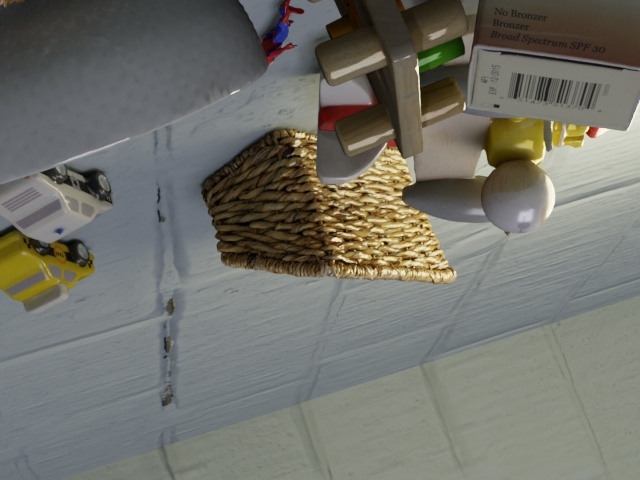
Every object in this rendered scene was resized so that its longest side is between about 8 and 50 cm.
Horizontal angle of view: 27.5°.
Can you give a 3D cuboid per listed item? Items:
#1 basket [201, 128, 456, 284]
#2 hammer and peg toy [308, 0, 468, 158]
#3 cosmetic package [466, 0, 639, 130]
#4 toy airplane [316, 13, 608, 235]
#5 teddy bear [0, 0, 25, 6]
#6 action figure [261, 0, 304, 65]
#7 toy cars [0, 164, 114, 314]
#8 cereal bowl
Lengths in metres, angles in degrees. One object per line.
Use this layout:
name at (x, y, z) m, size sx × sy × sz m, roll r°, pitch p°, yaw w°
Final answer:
basket at (0.000, 0.000, 1.809) m, size 0.213 × 0.223 × 0.299 m, roll -33°, pitch 158°, yaw 33°
hammer and peg toy at (0.027, -0.241, 1.112) m, size 0.127 × 0.266 × 0.361 m, roll -22°, pitch 163°, yaw 0°
cosmetic package at (0.222, -0.262, 1.146) m, size 0.153 × 0.296 × 0.129 m, roll 8°, pitch 161°, yaw 6°
toy airplane at (0.177, -0.128, 1.555) m, size 0.384 × 0.273 × 0.386 m, roll -33°, pitch 158°, yaw 35°
teddy bear at (-0.228, -0.266, 0.941) m, size 0.338 × 0.113 × 0.245 m, roll -44°, pitch 175°, yaw 5°
action figure at (-0.043, -0.225, 1.426) m, size 0.030 × 0.038 × 0.115 m, roll 7°, pitch 151°, yaw -21°
toy cars at (-0.350, 0.007, 1.676) m, size 0.176 × 0.087 × 0.394 m, roll -13°, pitch 160°, yaw -22°
cereal bowl at (-0.224, -0.161, 1.156) m, size 0.338 × 0.141 × 0.339 m, roll -18°, pitch -165°, yaw 5°
